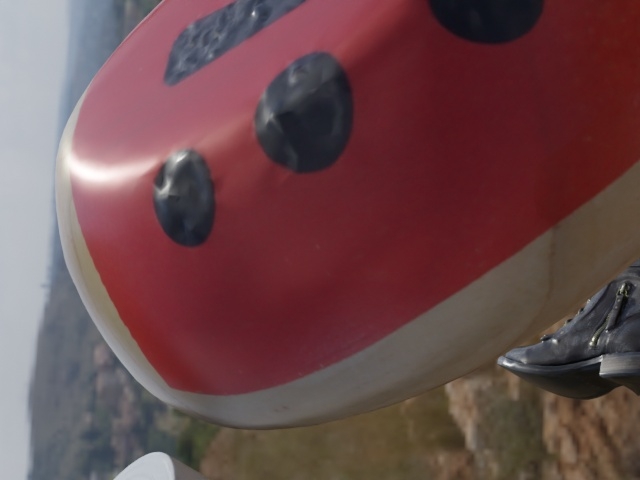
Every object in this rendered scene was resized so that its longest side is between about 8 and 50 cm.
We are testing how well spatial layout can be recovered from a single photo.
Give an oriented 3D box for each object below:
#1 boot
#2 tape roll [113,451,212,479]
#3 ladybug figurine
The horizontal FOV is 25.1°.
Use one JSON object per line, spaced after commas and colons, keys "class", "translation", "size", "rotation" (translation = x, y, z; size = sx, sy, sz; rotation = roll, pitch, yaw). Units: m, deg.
{"class": "boot", "translation": [0.339, 0.066, 1.695], "size": [0.263, 0.091, 0.229], "rotation": [-5, 62, 45]}
{"class": "tape roll", "translation": [-0.121, 0.316, 1.168], "size": [0.246, 0.169, 0.246], "rotation": [-48, 20, 23]}
{"class": "ladybug figurine", "translation": [0.020, -0.070, 0.732], "size": [0.449, 0.162, 0.305], "rotation": [-26, 42, 35]}
